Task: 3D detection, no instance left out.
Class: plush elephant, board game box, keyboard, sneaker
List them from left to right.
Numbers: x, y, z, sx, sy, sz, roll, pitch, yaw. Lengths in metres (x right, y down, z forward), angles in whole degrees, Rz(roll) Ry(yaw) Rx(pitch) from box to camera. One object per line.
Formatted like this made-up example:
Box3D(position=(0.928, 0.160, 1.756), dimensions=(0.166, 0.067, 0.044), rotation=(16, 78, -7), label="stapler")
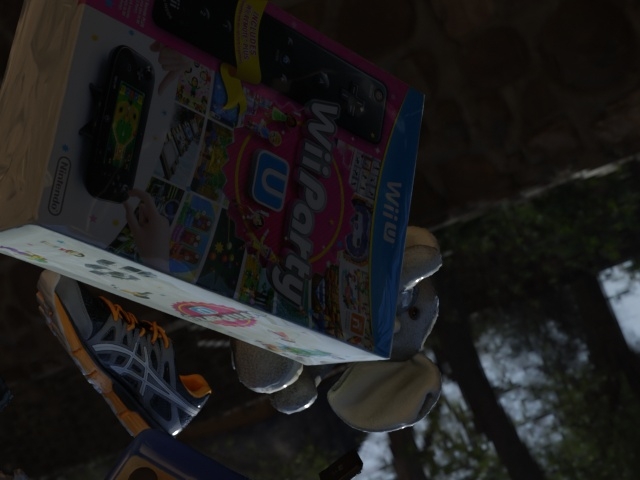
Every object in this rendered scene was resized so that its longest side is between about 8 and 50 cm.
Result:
Box3D(position=(-0.175, 0.096, 1.006), dimensions=(0.083, 0.215, 0.084), rotation=(-37, -143, -9), label="sneaker")
Box3D(position=(-0.071, -0.058, 0.803), dimensions=(0.303, 0.224, 0.097), rotation=(24, 156, -39), label="board game box")
Box3D(position=(0.026, 0.400, 1.921), dimensions=(0.108, 0.023, 0.180), rotation=(-36, 179, -4), label="keyboard")
Box3D(position=(0.025, 0.064, 1.253), dimensions=(0.255, 0.272, 0.330), rotation=(-5, 154, -6), label="plush elephant")

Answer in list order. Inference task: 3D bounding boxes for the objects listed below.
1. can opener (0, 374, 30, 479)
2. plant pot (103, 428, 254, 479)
Box3D(position=(-0.142, 0.151, 0.492), dimensions=(0.074, 0.280, 0.093), rotation=(-12, -154, 26), label="can opener")
Box3D(position=(-0.060, 0.261, 0.681), dimensions=(0.236, 0.236, 0.212), rotation=(-57, 153, -18), label="plant pot")
